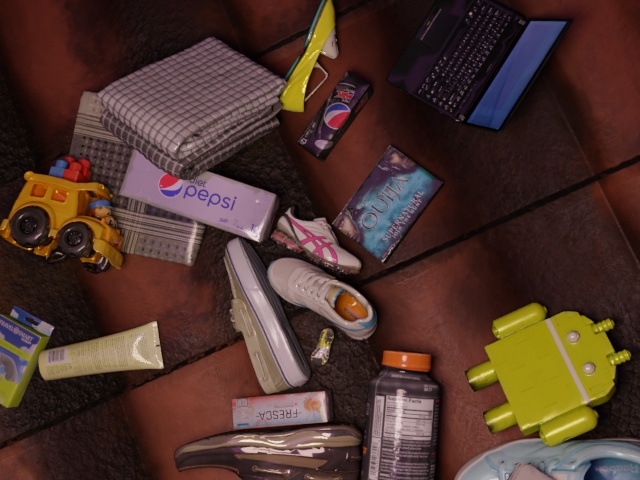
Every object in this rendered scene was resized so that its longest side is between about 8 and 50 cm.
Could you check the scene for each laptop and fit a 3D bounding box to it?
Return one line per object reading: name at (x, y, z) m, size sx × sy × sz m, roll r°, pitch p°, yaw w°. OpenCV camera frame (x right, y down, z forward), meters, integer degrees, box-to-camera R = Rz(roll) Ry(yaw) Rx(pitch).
laptop at (0.278, -0.340, 1.744) m, size 0.264 × 0.136 × 0.234 m, roll 33°, pitch 91°, yaw 15°

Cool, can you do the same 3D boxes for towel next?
towel at (-0.234, -0.246, 1.796) m, size 0.235 × 0.121 × 0.283 m, roll 34°, pitch 53°, yaw 30°
towel at (-0.359, -0.127, 1.920) m, size 0.324 × 0.056 × 0.312 m, roll 13°, pitch 89°, yaw 12°

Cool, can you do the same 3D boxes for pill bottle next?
pill bottle at (0.144, 0.317, 1.702) m, size 0.130 × 0.130 × 0.246 m, roll 4°, pitch 84°, yaw 14°

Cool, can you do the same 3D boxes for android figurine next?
android figurine at (0.395, 0.225, 1.668) m, size 0.272 × 0.056 × 0.248 m, roll -25°, pitch 59°, yaw 11°

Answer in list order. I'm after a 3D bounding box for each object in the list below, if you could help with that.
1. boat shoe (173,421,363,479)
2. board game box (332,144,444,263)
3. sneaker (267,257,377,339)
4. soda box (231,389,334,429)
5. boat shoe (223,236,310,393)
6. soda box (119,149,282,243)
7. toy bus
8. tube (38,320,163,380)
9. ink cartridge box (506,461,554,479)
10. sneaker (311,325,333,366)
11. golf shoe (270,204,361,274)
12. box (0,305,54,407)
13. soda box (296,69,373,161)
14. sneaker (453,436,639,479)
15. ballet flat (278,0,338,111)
boat shoe at (-0.096, 0.407, 1.747) m, size 0.355 × 0.132 × 0.130 m, roll -7°, pitch 82°, yaw 13°
board game box at (0.125, -0.068, 1.804) m, size 0.126 × 0.026 × 0.186 m, roll 37°, pitch 93°, yaw 14°
sneaker at (0.005, 0.094, 1.769) m, size 0.228 × 0.092 × 0.087 m, roll 29°, pitch 72°, yaw 11°
soda box at (-0.070, 0.313, 1.786) m, size 0.183 × 0.063 × 0.058 m, roll -6°, pitch 82°, yaw 13°
boat shoe at (-0.121, 0.142, 1.797) m, size 0.094 × 0.109 × 0.302 m, roll -26°, pitch 81°, yaw 11°
soda box at (-0.223, -0.084, 1.815) m, size 0.286 × 0.091 × 0.098 m, roll 18°, pitch 89°, yaw 5°
toy bus at (-0.470, -0.059, 1.851) m, size 0.220 × 0.149 × 0.211 m, roll 13°, pitch 74°, yaw 11°
tube at (-0.427, 0.226, 1.887) m, size 0.240 × 0.062 × 0.070 m, roll -12°, pitch 125°, yaw 7°
ink cartridge box at (0.337, 0.533, 1.574) m, size 0.201 × 0.117 × 0.278 m, roll 32°, pitch 124°, yaw 15°
sneaker at (0.008, 0.197, 1.800) m, size 0.031 × 0.035 × 0.083 m, roll 24°, pitch 111°, yaw 4°
golf shoe at (0.000, 0.000, 1.804) m, size 0.186 × 0.067 × 0.086 m, roll 27°, pitch 89°, yaw 15°
box at (-0.621, 0.232, 1.935) m, size 0.109 × 0.042 × 0.178 m, roll 25°, pitch 90°, yaw 14°
soda box at (0.028, -0.234, 1.829) m, size 0.053 × 0.060 × 0.169 m, roll 36°, pitch 92°, yaw 14°
sneaker at (0.398, 0.395, 1.623) m, size 0.365 × 0.150 × 0.135 m, roll -14°, pitch 80°, yaw 11°
ballet flat at (-0.011, -0.351, 1.854) m, size 0.077 × 0.077 × 0.231 m, roll 27°, pitch 93°, yaw -7°
